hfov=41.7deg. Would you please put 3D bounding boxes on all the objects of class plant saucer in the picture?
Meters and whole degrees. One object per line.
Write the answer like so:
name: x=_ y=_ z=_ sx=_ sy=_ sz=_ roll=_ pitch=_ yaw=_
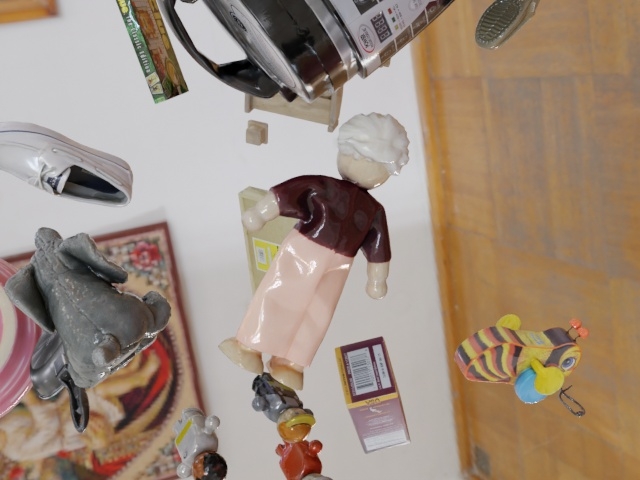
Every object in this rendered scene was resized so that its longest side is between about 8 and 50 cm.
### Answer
plant saucer: x=-0.640 y=0.163 z=1.430 sx=0.084 sy=0.332 sz=0.332 roll=117 pitch=137 yaw=-69

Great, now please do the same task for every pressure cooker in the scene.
pressure cooker: x=-0.024 y=-0.396 z=1.154 sx=0.370 sy=0.420 sz=0.375 roll=51 pitch=180 yaw=-12

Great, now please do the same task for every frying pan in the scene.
frying pan: x=-0.407 y=0.201 z=1.307 sx=0.197 sy=0.053 sz=0.326 roll=-41 pitch=29 yaw=27

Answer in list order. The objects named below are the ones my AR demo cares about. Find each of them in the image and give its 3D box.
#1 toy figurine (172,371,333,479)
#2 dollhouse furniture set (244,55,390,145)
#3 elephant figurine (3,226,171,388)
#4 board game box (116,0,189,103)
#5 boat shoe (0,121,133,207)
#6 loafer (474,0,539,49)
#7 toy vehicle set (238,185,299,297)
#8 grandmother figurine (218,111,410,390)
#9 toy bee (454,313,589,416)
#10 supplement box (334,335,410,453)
toy figurine: x=-0.094 y=0.319 z=1.202 sx=0.148 sy=0.213 sz=0.209 roll=-131 pitch=25 yaw=-54
dollhouse furniture set: x=0.019 y=-0.352 z=1.716 sx=0.174 sy=0.303 sz=0.355 roll=-57 pitch=-21 yaw=-51
elephant figurine: x=-0.332 y=0.066 z=1.116 sx=0.239 sy=0.169 sz=0.186 roll=50 pitch=133 yaw=3
board game box: x=-0.302 y=-0.371 z=1.457 sx=0.136 sy=0.030 sz=0.259 roll=-71 pitch=-37 yaw=-73
boat shoe: x=-0.422 y=-0.117 z=1.349 sx=0.095 sy=0.258 sz=0.084 roll=-61 pitch=32 yaw=31
loafer: x=0.273 y=-0.321 z=1.171 sx=0.056 sy=0.148 sz=0.050 roll=38 pitch=179 yaw=36
toy vehicle set: x=-0.073 y=0.033 z=1.650 sx=0.166 sy=0.035 sz=0.267 roll=17 pitch=126 yaw=32
grandmother figurine: x=0.000 y=0.000 z=1.006 sx=0.104 sy=0.208 sz=0.342 roll=32 pitch=94 yaw=54
toy bee: x=0.388 y=0.196 z=1.497 sx=0.195 sy=0.298 sz=0.162 roll=45 pitch=114 yaw=38
supplement box: x=0.085 y=0.247 z=1.330 sx=0.188 sy=0.081 sz=0.104 roll=71 pitch=-175 yaw=-52
